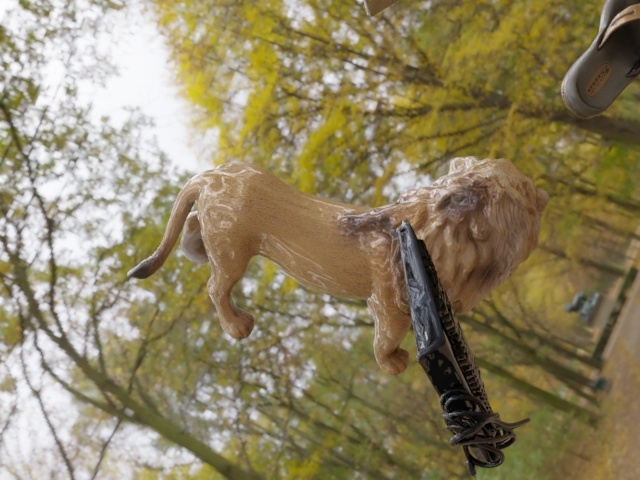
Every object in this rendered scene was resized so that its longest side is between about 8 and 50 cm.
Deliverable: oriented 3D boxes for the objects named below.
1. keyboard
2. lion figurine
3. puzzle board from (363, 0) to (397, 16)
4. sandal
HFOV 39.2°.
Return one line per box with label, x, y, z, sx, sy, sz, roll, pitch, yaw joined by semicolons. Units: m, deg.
keyboard;0.082;0.069;0.463;0.192;0.038;0.100;55;-156;-57
lion figurine;0.000;0.000;0.853;0.240;0.392;0.142;97;-179;-51
puzzle board;0.080;-0.263;0.765;0.128;0.011;0.096;-34;-45;-13
sandal;0.372;-0.246;1.101;0.219;0.090;0.060;-52;7;-14
